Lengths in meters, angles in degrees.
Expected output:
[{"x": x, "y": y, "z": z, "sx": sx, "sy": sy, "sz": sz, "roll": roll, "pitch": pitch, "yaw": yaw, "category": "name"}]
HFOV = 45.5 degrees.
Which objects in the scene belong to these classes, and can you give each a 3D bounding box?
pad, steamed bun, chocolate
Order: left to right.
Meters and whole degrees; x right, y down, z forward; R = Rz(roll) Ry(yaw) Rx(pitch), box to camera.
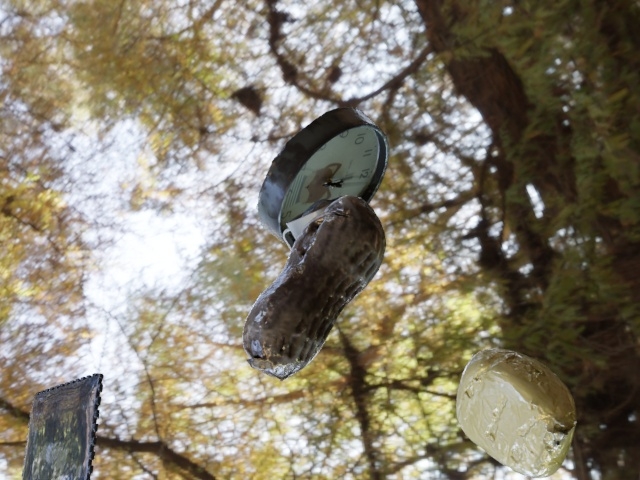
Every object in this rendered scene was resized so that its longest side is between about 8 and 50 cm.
[{"x": -0.423, "y": 0.359, "z": 1.221, "sx": 0.012, "sy": 0.269, "sz": 0.269, "roll": 18, "pitch": -119, "yaw": -38, "category": "pad"}, {"x": -0.006, "y": 0.056, "z": 0.912, "sx": 0.110, "sy": 0.110, "sz": 0.248, "roll": 42, "pitch": -107, "yaw": -16, "category": "chocolate"}, {"x": 0.427, "y": 0.350, "z": 1.607, "sx": 0.166, "sy": 0.273, "sz": 0.232, "roll": -16, "pitch": -58, "yaw": -37, "category": "steamed bun"}]

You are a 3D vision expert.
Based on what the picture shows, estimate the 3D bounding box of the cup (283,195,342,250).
[{"x": 0.000, "y": 0.000, "z": 1.357, "sx": 0.129, "sy": 0.128, "sz": 0.095, "roll": 64, "pitch": -151, "yaw": -6, "category": "cup"}]

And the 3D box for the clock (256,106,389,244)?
[{"x": 0.012, "y": -0.124, "z": 1.606, "sx": 0.325, "sy": 0.325, "sz": 0.067, "roll": -22, "pitch": -128, "yaw": -38, "category": "clock"}]
